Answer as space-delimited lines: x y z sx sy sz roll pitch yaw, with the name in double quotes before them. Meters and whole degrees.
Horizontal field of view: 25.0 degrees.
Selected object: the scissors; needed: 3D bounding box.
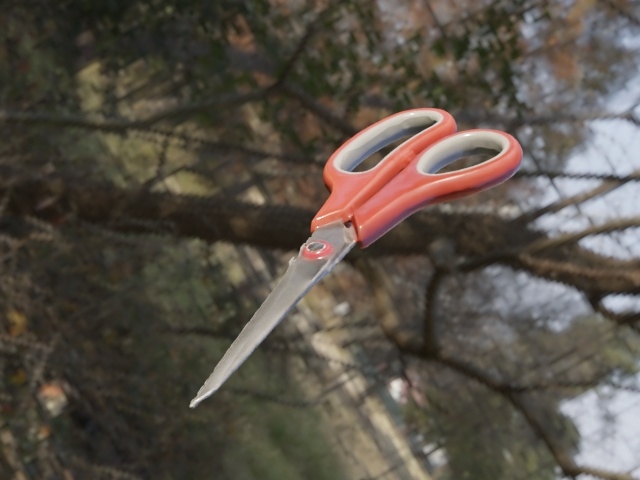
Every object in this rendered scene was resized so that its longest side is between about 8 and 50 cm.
"scissors" 0.000 0.000 0.787 0.109 0.297 0.021 17 -49 38
